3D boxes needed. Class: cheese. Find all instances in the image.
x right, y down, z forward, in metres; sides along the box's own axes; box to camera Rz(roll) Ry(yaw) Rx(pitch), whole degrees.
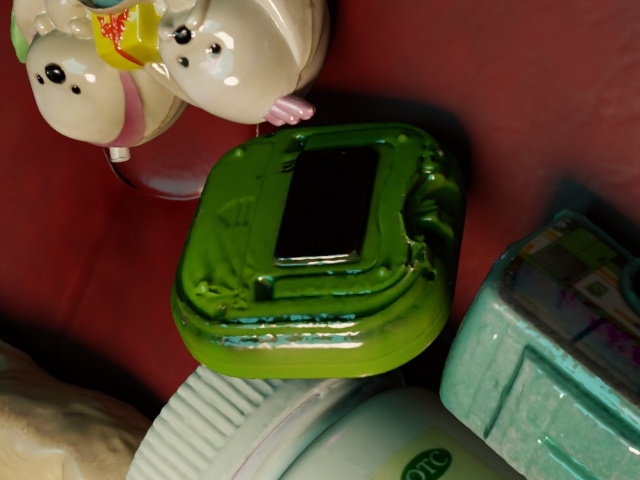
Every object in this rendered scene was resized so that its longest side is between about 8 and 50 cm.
[{"bbox_3d":[-0.191,0.151,0.847,0.263,0.093,0.159,23,119,32],"label":"cheese"}]

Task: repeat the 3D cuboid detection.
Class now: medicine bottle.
[{"bbox_3d":[0.070,0.179,0.589,0.318,0.158,0.158,35,123,27],"label":"medicine bottle"}]

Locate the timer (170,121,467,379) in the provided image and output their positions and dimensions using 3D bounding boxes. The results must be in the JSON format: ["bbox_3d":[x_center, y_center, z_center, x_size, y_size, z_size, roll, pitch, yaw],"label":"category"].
[{"bbox_3d":[0.000,0.000,0.604,0.128,0.140,0.047,-3,136,17],"label":"timer"}]

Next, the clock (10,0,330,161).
[{"bbox_3d":[-0.076,-0.118,0.663,0.231,0.103,0.144,-7,90,40],"label":"clock"}]

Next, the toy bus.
[{"bbox_3d":[0.165,0.094,0.522,0.262,0.109,0.091,38,130,27],"label":"toy bus"}]
